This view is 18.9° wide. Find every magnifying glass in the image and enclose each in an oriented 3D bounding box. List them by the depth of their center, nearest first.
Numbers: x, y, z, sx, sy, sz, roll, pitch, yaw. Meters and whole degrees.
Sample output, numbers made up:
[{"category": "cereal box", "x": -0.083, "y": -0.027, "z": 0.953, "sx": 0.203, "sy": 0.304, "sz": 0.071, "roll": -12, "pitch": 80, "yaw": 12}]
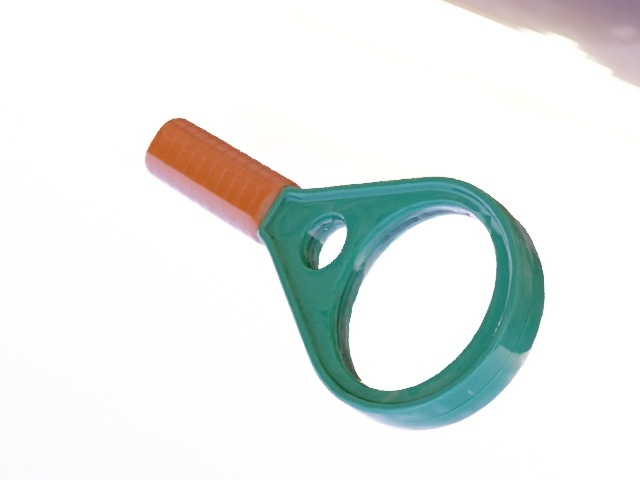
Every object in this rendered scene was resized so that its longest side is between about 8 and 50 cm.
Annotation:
[{"category": "magnifying glass", "x": 0.000, "y": 0.000, "z": 0.741, "sx": 0.026, "sy": 0.092, "sz": 0.231, "roll": 33, "pitch": 179, "yaw": -43}]
